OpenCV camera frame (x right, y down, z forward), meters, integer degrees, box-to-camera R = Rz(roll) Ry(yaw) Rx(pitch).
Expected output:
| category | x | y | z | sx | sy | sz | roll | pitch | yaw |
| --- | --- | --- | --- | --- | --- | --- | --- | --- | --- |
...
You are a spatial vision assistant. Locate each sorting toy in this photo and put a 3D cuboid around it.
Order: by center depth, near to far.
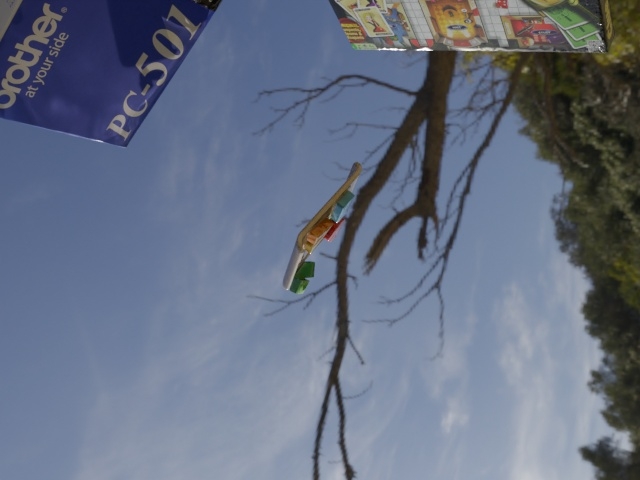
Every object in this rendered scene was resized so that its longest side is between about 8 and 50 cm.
| category | x | y | z | sx | sy | sz | roll | pitch | yaw |
| --- | --- | --- | --- | --- | --- | --- | --- | --- | --- |
| sorting toy | 0.000 | 0.000 | 0.410 | 0.062 | 0.012 | 0.083 | -54 | -7 | -27 |

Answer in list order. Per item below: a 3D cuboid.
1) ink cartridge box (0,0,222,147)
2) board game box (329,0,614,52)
| category | x | y | z | sx | sy | sz | roll | pitch | yaw |
| --- | --- | --- | --- | --- | --- | --- | --- | --- | --- |
| ink cartridge box | -0.086 | -0.144 | 0.353 | 0.207 | 0.046 | 0.097 | -50 | -31 | 21 |
| board game box | 0.118 | -0.224 | 0.665 | 0.030 | 0.260 | 0.136 | -62 | -38 | -24 |
